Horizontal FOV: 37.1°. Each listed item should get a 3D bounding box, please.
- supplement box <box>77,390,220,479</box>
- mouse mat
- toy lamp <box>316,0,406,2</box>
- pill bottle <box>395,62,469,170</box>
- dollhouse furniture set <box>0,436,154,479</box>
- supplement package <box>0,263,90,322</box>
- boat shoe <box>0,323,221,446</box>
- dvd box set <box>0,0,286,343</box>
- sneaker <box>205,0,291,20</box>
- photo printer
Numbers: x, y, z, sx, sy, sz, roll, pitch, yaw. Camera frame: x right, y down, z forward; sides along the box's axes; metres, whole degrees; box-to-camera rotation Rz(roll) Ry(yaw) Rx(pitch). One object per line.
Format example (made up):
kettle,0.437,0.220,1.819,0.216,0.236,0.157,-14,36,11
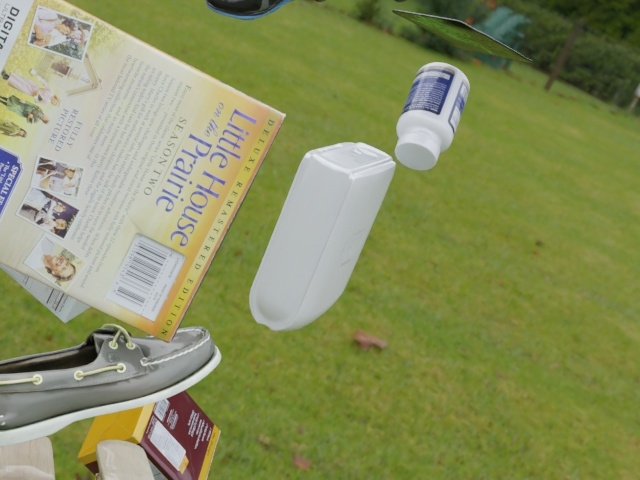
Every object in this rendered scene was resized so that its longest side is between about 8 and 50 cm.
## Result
supplement box,-0.306,0.370,1.738,0.194,0.129,0.191,55,25,-25
mouse mat,0.217,-0.310,1.450,0.190,0.007,0.153,16,6,-43
toy lamp,0.101,-0.522,1.942,0.275,0.080,0.080,10,3,41
pill bottle,0.178,-0.200,1.554,0.094,0.094,0.169,26,59,-5
dollhouse furniture set,-0.301,0.458,1.345,0.394,0.362,0.256,11,7,-20
supplement package,-0.571,0.002,2.124,0.263,0.198,0.199,39,30,8
boat shoe,-0.269,0.157,1.163,0.305,0.091,0.109,-16,18,-21
dvd box set,-0.293,-0.107,1.099,0.420,0.307,0.062,26,9,-6
sneaker,-0.044,-0.308,1.087,0.078,0.188,0.067,63,16,-51
photo printer,0.000,0.000,1.547,0.107,0.307,0.256,27,17,14
